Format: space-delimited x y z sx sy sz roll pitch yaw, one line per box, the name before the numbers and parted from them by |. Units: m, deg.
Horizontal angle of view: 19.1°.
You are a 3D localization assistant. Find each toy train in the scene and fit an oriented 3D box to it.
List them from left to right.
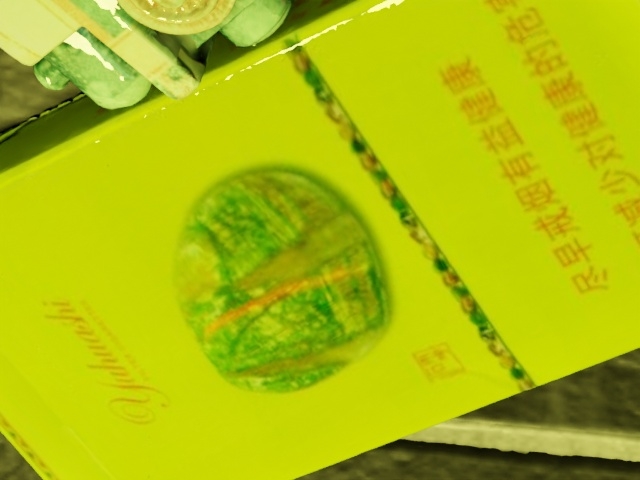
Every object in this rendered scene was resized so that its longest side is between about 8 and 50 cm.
toy train | -0.104 -0.120 0.651 0.194 0.080 0.125 40 127 -23

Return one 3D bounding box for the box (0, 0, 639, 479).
box | 0.000 0.000 0.744 0.335 0.047 0.187 -24 120 23
